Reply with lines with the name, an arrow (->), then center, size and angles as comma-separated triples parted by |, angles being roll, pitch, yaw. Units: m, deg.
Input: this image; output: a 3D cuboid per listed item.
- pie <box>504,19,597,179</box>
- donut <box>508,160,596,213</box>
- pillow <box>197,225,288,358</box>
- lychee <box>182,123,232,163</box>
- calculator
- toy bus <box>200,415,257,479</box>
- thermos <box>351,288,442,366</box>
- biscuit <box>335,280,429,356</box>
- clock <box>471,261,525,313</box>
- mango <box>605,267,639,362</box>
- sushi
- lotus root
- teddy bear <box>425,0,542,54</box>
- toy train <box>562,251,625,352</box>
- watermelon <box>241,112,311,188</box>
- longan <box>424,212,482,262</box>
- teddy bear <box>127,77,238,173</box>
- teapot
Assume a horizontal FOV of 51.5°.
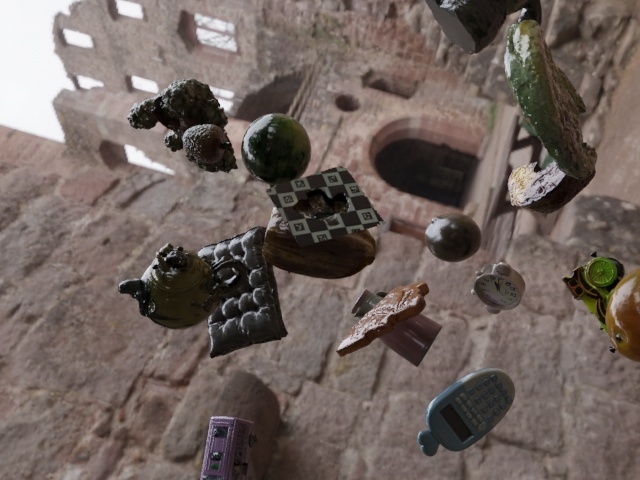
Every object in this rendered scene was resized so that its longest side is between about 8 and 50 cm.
pie -> 0.399, -0.247, 1.153 | 0.302, 0.067, 0.302 | 34, -134, -44
donut -> 0.629, -0.140, 1.830 | 0.151, 0.112, 0.295 | -66, 13, -13
pillow -> -0.222, 0.142, 1.819 | 0.101, 0.228, 0.326 | 20, -126, -63
lychee -> -0.320, -0.276, 1.885 | 0.114, 0.146, 0.114 | 12, -90, -85
calculator -> 0.380, 0.453, 1.746 | 0.302, 0.188, 0.042 | -36, 24, 0
toy bus -> -0.224, 0.525, 1.589 | 0.108, 0.096, 0.199 | 47, -135, -56
thermos -> 0.227, 0.246, 2.027 | 0.176, 0.265, 0.146 | -37, -25, -53
biscuit -> 0.164, 0.208, 1.801 | 0.306, 0.043, 0.284 | -37, 6, -6
clock -> 0.560, 0.144, 2.084 | 0.063, 0.155, 0.229 | -51, -29, -40
mango -> 0.766, 0.161, 1.557 | 0.254, 0.175, 0.139 | -65, 11, -18
sushi -> 0.006, -0.066, 1.472 | 0.210, 0.193, 0.040 | -18, -32, -23
lotus root -> -0.001, -0.005, 1.666 | 0.193, 0.291, 0.193 | -168, 90, -78
teddy bear -> 0.342, -0.462, 1.296 | 0.171, 0.251, 0.144 | 63, 173, -30
toy train -> 0.797, 0.177, 1.799 | 0.160, 0.296, 0.100 | -42, -28, 25
watermelon -> -0.120, -0.228, 1.758 | 0.188, 0.188, 0.215 | -47, -27, -72
longan -> 0.428, -0.011, 2.139 | 0.189, 0.189, 0.189 | 17, -90, -82
teddy bear -> -0.424, -0.363, 2.241 | 0.224, 0.357, 0.367 | -48, -64, -36
teapot -> -0.286, 0.084, 1.398 | 0.182, 0.269, 0.173 | 93, 159, -48
